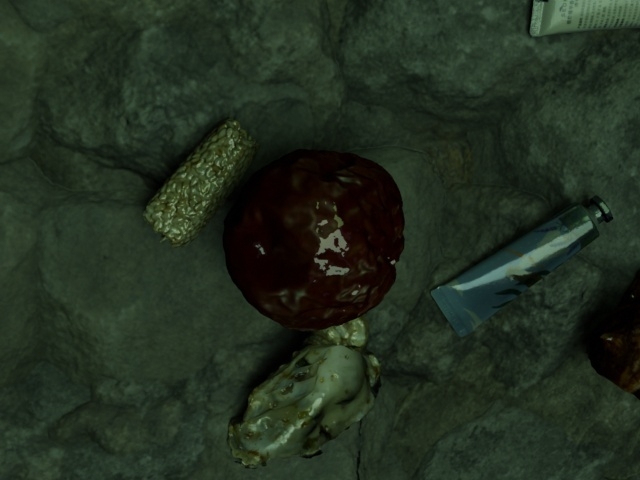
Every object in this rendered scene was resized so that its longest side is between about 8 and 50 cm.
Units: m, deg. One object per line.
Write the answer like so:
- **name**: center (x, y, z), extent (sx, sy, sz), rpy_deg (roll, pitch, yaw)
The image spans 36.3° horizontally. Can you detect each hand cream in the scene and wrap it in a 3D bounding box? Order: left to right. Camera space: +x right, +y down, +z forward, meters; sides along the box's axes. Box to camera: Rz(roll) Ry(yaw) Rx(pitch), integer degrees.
- **hand cream**: center (0.288, 0.031, 1.375), extent (0.271, 0.058, 0.091), rpy_deg (-34, 115, 2)
- **hand cream**: center (0.406, -0.313, 1.279), extent (0.276, 0.059, 0.095), rpy_deg (-2, 113, -13)

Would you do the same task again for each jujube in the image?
- **jujube**: center (0.000, 0.000, 1.143), extent (0.213, 0.232, 0.213), rpy_deg (5, 103, 24)

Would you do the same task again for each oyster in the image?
- **oyster**: center (-0.025, 0.198, 1.315), extent (0.294, 0.094, 0.166), rpy_deg (-38, 128, 20)

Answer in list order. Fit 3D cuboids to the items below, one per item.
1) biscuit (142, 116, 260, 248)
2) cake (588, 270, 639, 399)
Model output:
- **biscuit**: center (-0.141, -0.069, 1.170), extent (0.070, 0.082, 0.168), rpy_deg (39, 95, -2)
- **cake**: center (0.536, 0.155, 1.437), extent (0.293, 0.196, 0.199), rpy_deg (24, 100, -21)
